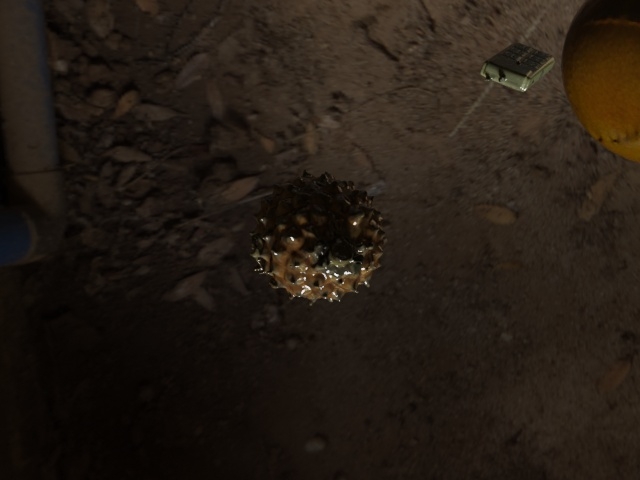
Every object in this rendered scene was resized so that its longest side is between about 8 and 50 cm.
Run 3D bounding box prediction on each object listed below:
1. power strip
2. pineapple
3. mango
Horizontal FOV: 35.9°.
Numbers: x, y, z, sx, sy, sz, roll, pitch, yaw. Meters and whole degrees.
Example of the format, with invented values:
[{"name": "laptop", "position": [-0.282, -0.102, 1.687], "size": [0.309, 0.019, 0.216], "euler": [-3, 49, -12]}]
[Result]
[{"name": "power strip", "position": [0.299, -0.264, 1.492], "size": [0.076, 0.169, 0.028], "euler": [26, 122, 16]}, {"name": "pineapple", "position": [0.000, 0.000, 1.155], "size": [0.166, 0.193, 0.166], "euler": [-3, 102, -15]}, {"name": "mango", "position": [0.283, -0.130, 0.767], "size": [0.136, 0.236, 0.166], "euler": [-45, 123, -5]}]
